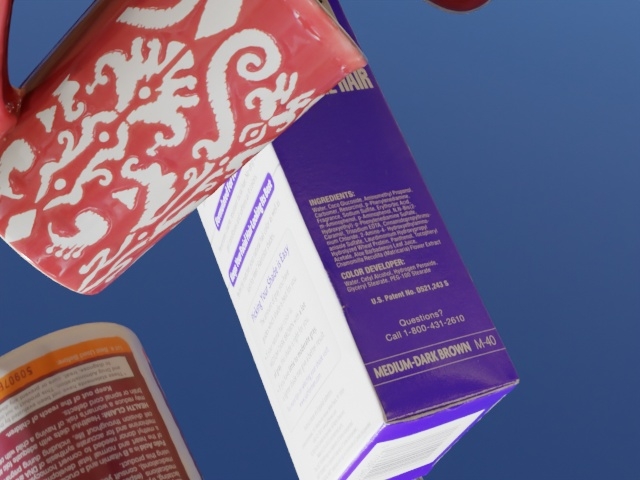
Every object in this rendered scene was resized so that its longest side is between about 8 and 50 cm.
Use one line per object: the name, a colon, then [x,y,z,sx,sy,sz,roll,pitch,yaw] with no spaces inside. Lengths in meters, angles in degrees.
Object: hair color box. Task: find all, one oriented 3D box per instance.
hair color box: [0.000,0.000,0.809,0.110,0.185,0.339,-14,-114,-23]

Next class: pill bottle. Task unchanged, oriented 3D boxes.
pill bottle: [-0.232,0.310,1.228,0.224,0.224,0.392,-14,-115,-34]

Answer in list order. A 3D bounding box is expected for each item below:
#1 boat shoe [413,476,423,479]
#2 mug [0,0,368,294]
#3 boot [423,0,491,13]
boat shoe: [0.150,0.358,1.180,0.103,0.302,0.113,-20,-166,12]
mug: [-0.089,-0.077,0.513,0.150,0.169,0.113,45,-174,-8]
boot: [0.045,-0.257,0.810,0.244,0.088,0.176,47,-164,-11]
